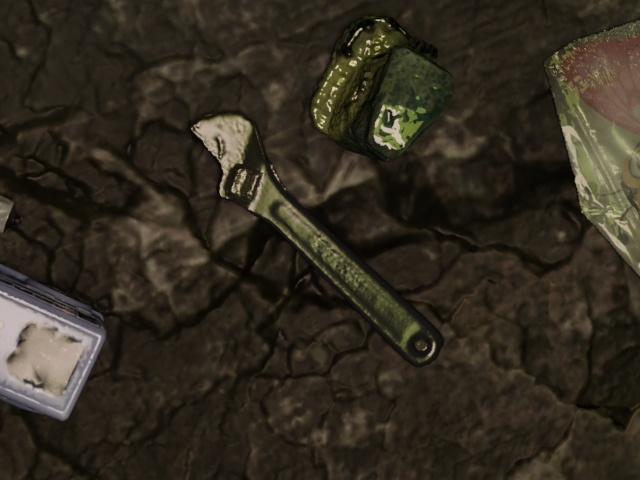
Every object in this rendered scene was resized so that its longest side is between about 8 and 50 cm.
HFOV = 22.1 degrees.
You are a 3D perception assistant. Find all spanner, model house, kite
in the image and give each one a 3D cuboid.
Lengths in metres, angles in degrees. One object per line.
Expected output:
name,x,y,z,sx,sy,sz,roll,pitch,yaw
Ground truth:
spanner,0.000,0.000,0.972,0.208,0.012,0.046,44,83,-14
model house,0.038,-0.088,0.938,0.066,0.083,0.079,31,88,-13
kite,0.316,-0.108,1.041,0.360,0.022,0.204,-33,103,-9

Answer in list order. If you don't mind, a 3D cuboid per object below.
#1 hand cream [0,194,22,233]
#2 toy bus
hand cream,-0.212,-0.026,0.915,0.093,0.019,0.030,21,91,-9
toy bus,-0.203,0.037,0.889,0.167,0.076,0.073,25,88,-16
